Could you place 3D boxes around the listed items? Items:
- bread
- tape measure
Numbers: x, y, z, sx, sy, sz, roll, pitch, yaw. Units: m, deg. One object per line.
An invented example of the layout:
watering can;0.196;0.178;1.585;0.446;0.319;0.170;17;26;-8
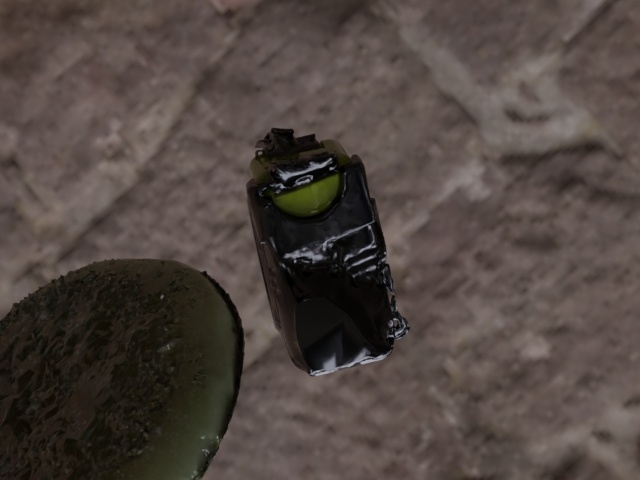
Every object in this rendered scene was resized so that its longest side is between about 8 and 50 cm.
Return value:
bread;-0.159;0.114;1.001;0.267;0.267;0.040;-41;126;6
tape measure;0.000;0.000;1.380;0.112;0.199;0.186;-12;-166;-5
